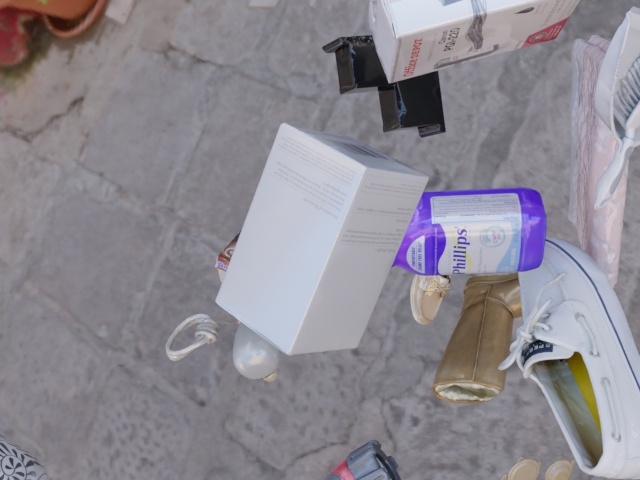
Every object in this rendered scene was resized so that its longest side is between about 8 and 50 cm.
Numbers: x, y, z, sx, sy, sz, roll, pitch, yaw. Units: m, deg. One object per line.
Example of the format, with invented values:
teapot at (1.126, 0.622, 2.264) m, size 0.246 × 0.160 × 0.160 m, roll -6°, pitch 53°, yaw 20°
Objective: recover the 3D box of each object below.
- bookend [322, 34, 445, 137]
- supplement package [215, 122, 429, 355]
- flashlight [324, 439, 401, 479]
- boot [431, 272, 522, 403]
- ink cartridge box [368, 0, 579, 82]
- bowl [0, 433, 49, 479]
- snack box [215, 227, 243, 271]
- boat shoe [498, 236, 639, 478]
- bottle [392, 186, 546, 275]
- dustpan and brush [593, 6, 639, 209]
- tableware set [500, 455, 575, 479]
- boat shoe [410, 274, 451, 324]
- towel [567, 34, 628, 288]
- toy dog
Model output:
bookend at (0.097, -0.230, 1.339) m, size 0.072 × 0.156 × 0.157 m, roll 179°, pitch 82°, yaw -68°
supplement package at (0.000, 0.000, 0.796) m, size 0.105 × 0.105 × 0.179 m, roll 31°, pitch 107°, yaw 34°
flashlight at (-0.017, 0.420, 1.320) m, size 0.304 × 0.103 × 0.103 m, roll -36°, pitch 55°, yaw 7°
boot at (0.347, 0.179, 1.640) m, size 0.236 × 0.089 × 0.269 m, roll -11°, pitch 37°, yaw 33°
ink cartridge box at (0.171, -0.268, 1.004) m, size 0.218 × 0.158 × 0.092 m, roll -13°, pitch 82°, yaw 0°
bowl at (-0.294, 0.267, 0.832) m, size 0.080 × 0.170 × 0.170 m, roll 9°, pitch 81°, yaw -2°
snack box at (-0.068, -0.003, 1.143) m, size 0.064 × 0.178 × 0.022 m, roll 25°, pitch 126°, yaw 8°
boat shoe at (0.307, 0.143, 1.152) m, size 0.135 × 0.157 × 0.367 m, roll 119°, pitch 145°, yaw -46°
bottle at (0.157, -0.009, 1.194) m, size 0.283 × 0.118 × 0.092 m, roll -2°, pitch 41°, yaw 3°
dustpan and brush at (0.340, -0.133, 0.961) m, size 0.060 × 0.147 × 0.211 m, roll 51°, pitch 126°, yaw 40°
tableware set at (0.386, 0.454, 1.599) m, size 0.141 × 0.169 × 0.020 m, roll -69°, pitch 25°, yaw 17°
boat shoe at (0.212, 0.072, 1.632) m, size 0.059 × 0.063 × 0.170 m, roll -6°, pitch 69°, yaw 56°
towel at (0.419, -0.132, 1.347) m, size 0.054 × 0.317 × 0.331 m, roll -1°, pitch 110°, yaw 9°
toy dog at (-0.086, 0.123, 1.455) m, size 0.220 × 0.161 × 0.333 m, roll -8°, pitch 38°, yaw 31°
